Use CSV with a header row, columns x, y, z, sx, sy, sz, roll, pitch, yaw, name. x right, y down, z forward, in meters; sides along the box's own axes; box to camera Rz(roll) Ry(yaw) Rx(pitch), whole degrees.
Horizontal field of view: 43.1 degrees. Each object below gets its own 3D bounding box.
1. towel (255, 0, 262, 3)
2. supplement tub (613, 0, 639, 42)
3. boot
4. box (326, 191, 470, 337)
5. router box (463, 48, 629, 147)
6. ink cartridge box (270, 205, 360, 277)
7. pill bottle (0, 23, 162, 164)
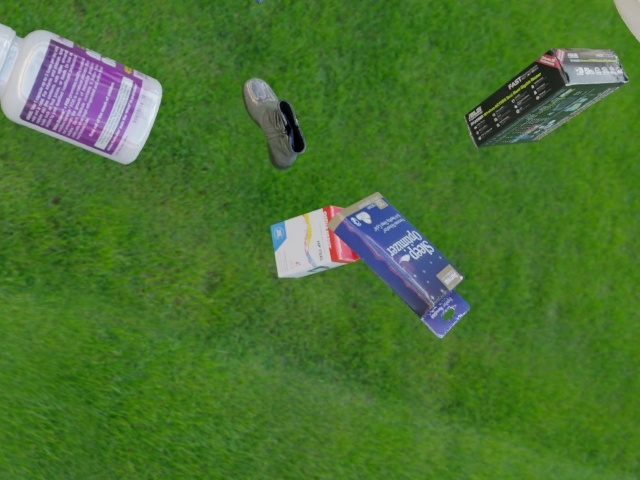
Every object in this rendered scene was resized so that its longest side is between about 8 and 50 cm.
x,y,z,sx,sy,sz,roll,pitch,yaw,name
-0.125,-0.602,1.842,0.067,0.029,0.119,37,86,12,towel
0.347,-0.243,0.543,0.191,0.272,0.191,10,57,-16,supplement tub
-0.099,-0.295,1.894,0.083,0.161,0.246,-21,82,-20,boot
0.125,0.030,1.173,0.225,0.036,0.136,46,31,9,box
0.210,-0.133,0.764,0.092,0.122,0.038,-9,73,-36,router box
0.000,0.000,1.943,0.078,0.231,0.134,7,69,-55,ink cartridge box
-0.444,-0.261,1.410,0.301,0.169,0.169,21,77,-24,pill bottle
